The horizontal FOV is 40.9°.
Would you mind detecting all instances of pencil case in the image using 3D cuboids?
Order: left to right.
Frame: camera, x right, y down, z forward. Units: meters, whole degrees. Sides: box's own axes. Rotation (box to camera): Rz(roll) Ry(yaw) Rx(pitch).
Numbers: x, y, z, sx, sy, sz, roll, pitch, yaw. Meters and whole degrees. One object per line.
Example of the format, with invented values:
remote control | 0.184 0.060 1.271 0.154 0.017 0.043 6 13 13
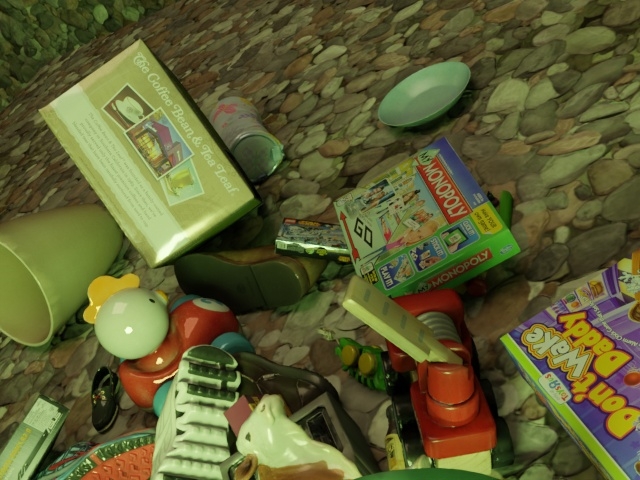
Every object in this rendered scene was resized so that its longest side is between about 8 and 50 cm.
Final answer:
pencil case | -0.167 -0.227 1.870 0.124 0.113 0.273 -26 31 -5

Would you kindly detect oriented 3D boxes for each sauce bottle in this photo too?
sauce bottle | 0.098 0.249 1.026 0.042 0.042 0.128 -27 29 13

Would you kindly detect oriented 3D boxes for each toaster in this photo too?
toaster | -0.017 0.292 1.005 0.168 0.110 0.185 -35 30 2

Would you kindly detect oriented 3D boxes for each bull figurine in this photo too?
bull figurine | 0.016 0.298 0.844 0.189 0.310 0.101 -12 -4 33

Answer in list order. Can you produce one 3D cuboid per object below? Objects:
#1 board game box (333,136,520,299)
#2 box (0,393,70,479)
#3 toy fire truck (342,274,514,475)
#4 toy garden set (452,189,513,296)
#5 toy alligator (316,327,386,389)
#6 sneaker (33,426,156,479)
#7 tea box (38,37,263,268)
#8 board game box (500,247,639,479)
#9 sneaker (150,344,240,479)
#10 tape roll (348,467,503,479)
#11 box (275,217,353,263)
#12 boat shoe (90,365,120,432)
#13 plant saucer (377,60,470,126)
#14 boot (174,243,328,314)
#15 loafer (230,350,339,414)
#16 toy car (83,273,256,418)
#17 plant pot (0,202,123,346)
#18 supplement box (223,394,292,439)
board game box | 0.142 -0.025 1.267 0.214 0.046 0.317 -31 29 8
box | -0.477 0.371 1.308 0.183 0.056 0.231 -52 10 49
toy fire truck | 0.110 0.118 0.955 0.159 0.246 0.217 -9 33 0
toy garden set | 0.158 0.014 1.284 0.244 0.049 0.203 -16 35 29
toy alligator | 0.052 0.167 1.178 0.190 0.056 0.051 16 97 52
sneaker | -0.338 0.330 1.272 0.262 0.104 0.125 -29 29 10
tea box | -0.286 -0.144 1.557 0.220 0.329 0.323 -35 0 -1
board game box | 0.367 0.153 0.863 0.233 0.078 0.347 -34 31 2
sneaker | -0.181 0.293 1.166 0.118 0.110 0.292 -39 36 49
tape roll | 0.059 0.325 0.682 0.321 0.321 0.077 -31 31 6
box | 0.000 0.000 1.392 0.137 0.027 0.094 8 26 4
boat shoe | -0.369 0.268 1.449 0.049 0.042 0.133 -26 33 11
plant saucer | 0.204 -0.270 1.646 0.195 0.037 0.195 -25 31 16
boot | -0.121 0.055 1.472 0.306 0.112 0.115 -2 25 37
loafer | -0.078 0.213 1.203 0.220 0.080 0.078 1 45 45
toy car | -0.258 0.131 1.337 0.210 0.238 0.219 -41 32 -11
plant pot | -0.549 0.036 1.777 0.257 0.256 0.274 -6 25 39
supplement box | -0.076 0.232 1.107 0.043 0.083 0.055 -44 62 20
